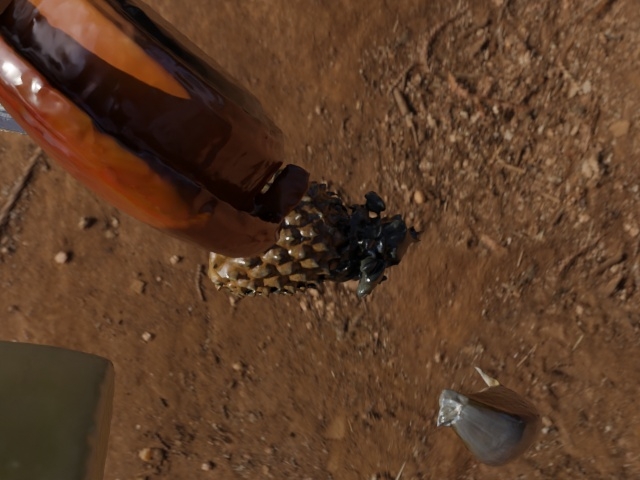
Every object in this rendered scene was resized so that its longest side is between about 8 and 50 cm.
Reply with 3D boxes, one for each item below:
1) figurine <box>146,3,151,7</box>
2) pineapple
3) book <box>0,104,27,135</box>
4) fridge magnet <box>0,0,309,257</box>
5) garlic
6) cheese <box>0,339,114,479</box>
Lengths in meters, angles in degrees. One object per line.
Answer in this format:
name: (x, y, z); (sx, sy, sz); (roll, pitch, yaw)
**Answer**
figurine: (-0.293, -0.317, 1.193); (0.126, 0.157, 0.114); (-19, 46, 13)
pineapple: (0.000, 0.001, 1.407); (0.357, 0.223, 0.223); (8, 73, -6)
book: (-0.447, -0.275, 1.269); (0.157, 0.026, 0.231); (12, 100, 12)
fridge magnet: (-0.171, -0.125, 0.803); (0.363, 0.363, 0.155); (42, 97, 15)
garlic: (0.234, 0.229, 1.163); (0.128, 0.198, 0.090); (40, 113, 16)
cheese: (-0.285, 0.196, 0.614); (0.242, 0.124, 0.266); (6, 39, -8)
